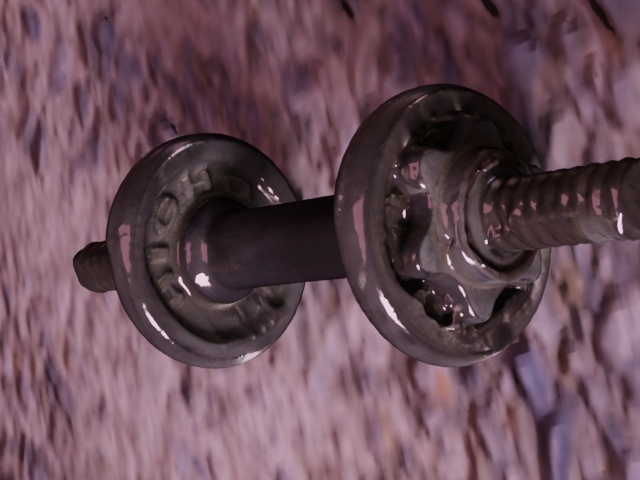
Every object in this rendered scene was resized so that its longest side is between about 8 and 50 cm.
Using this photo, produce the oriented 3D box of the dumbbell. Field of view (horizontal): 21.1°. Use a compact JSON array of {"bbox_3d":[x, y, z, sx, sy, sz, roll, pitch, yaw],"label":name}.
[{"bbox_3d":[0.000,0.000,0.531,0.254,0.081,0.082,-8,86,49],"label":"dumbbell"}]
